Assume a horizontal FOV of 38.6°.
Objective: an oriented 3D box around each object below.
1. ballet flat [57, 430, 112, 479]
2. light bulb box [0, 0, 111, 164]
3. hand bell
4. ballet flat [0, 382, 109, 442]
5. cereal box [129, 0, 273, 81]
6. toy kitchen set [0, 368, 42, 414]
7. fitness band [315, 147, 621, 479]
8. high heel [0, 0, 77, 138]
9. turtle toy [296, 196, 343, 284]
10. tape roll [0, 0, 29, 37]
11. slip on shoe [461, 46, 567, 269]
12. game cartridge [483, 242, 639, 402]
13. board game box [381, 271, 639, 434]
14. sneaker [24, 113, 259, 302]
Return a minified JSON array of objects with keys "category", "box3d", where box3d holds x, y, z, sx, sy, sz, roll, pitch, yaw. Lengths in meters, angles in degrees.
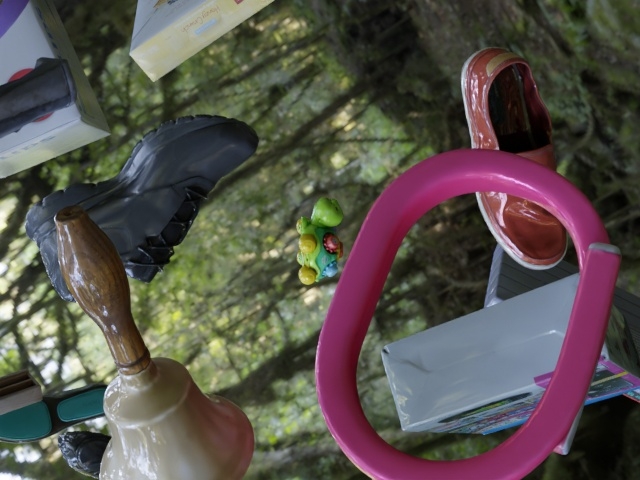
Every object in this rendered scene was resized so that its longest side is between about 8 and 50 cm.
[{"category":"ballet flat","box3d":[-0.212,0.244,0.995,0.049,0.057,0.173,20,162,44]},{"category":"light bulb box","box3d":[-0.512,-0.292,1.402,0.361,0.225,0.358,-149,35,-83]},{"category":"hand bell","box3d":[-0.136,0.078,0.648,0.126,0.126,0.242,-102,-2,-53]},{"category":"ballet flat","box3d":[-0.437,0.282,1.486,0.068,0.213,0.072,-24,77,65]},{"category":"cereal box","box3d":[-0.132,-0.289,1.039,0.047,0.173,0.240,51,-165,-31]},{"category":"toy kitchen set","box3d":[-0.302,0.106,0.817,0.068,0.075,0.083,30,126,44]},{"category":"fitness band","box3d":[0.113,0.058,0.712,0.054,0.209,0.291,65,-136,-61]},{"category":"high heel","box3d":[-0.277,-0.168,0.578,0.186,0.093,0.261,-38,-61,-40]},{"category":"turtle toy","box3d":[0.000,0.000,1.320,0.095,0.066,0.130,-100,10,-67]},{"category":"tape roll","box3d":[-0.355,-0.242,0.841,0.080,0.189,0.189,46,-161,-48]},{"category":"slip on shoe","box3d":[0.281,-0.110,1.289,0.101,0.123,0.331,-146,39,-73]},{"category":"game cartridge","box3d":[0.426,0.132,1.421,0.355,0.068,0.230,26,-145,2]},{"category":"board game box","box3d":[0.231,0.142,1.031,0.303,0.224,0.097,24,-133,-62]},{"category":"sneaker","box3d":[-0.179,-0.028,0.979,0.109,0.286,0.130,24,-141,-61]}]
